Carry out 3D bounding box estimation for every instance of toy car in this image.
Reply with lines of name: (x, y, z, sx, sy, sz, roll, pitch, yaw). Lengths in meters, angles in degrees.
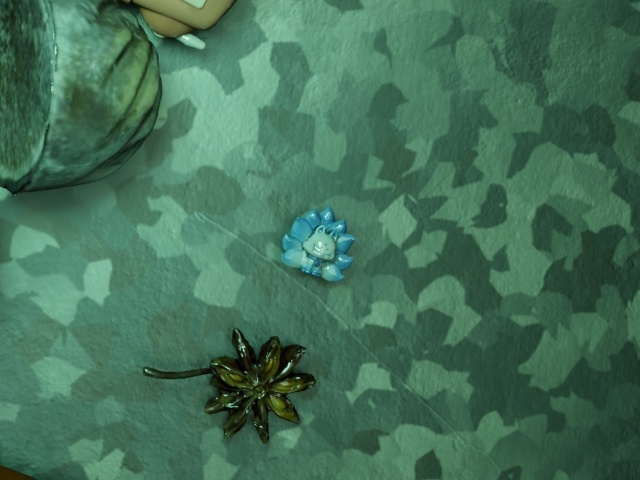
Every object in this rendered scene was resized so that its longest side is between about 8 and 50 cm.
toy car: (-0.221, -0.397, 1.710, 0.270, 0.180, 0.212, 27, 95, -13)

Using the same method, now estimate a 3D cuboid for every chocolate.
chocolate: (-0.321, -0.211, 1.655, 0.213, 0.303, 0.303, 0, 92, -35)

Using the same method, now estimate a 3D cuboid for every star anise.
star anise: (-0.115, 0.190, 1.795, 0.177, 0.073, 0.234, -48, 118, 1)

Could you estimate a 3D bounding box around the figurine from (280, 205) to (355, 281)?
figurine: (0.000, 0.000, 1.818, 0.114, 0.079, 0.114, 0, 91, -7)

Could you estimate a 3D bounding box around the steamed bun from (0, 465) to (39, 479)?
steamed bun: (-0.352, 0.482, 1.667, 0.379, 0.248, 0.235, 38, 80, 0)
